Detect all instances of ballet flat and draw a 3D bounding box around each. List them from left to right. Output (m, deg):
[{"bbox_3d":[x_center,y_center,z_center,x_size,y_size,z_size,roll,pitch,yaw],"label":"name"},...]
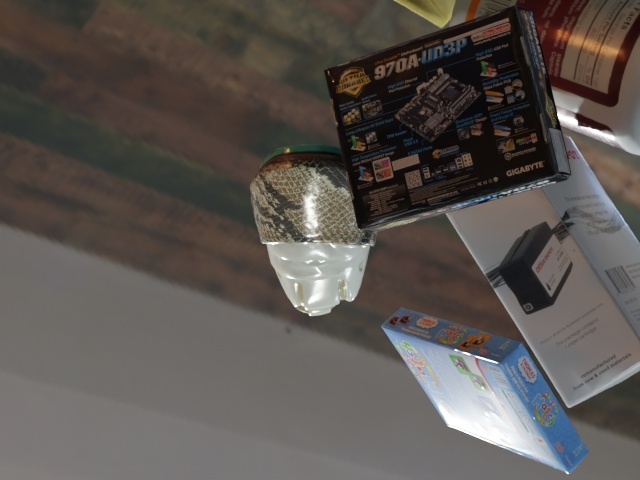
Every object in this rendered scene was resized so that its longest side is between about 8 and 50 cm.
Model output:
[{"bbox_3d":[0.000,0.000,1.703,0.164,0.182,0.483,2,177,-1],"label":"ballet flat"}]

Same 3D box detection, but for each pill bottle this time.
[{"bbox_3d":[0.381,-0.242,1.840,0.392,0.224,0.224,28,-164,36],"label":"pill bottle"}]

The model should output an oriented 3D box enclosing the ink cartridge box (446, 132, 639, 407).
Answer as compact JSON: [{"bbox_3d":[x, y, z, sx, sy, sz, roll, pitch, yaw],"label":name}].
[{"bbox_3d":[0.303,0.029,1.740,0.307,0.129,0.223,59,-153,12],"label":"ink cartridge box"}]

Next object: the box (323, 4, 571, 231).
[{"bbox_3d":[0.124,-0.118,1.424,0.051,0.220,0.175,3,-107,-63],"label":"box"}]

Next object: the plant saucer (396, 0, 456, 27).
[{"bbox_3d":[0.133,-0.471,1.800,0.081,0.332,0.333,30,-172,29],"label":"plant saucer"}]

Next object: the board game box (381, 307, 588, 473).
[{"bbox_3d":[0.171,0.156,1.512,0.211,0.039,0.160,13,141,57],"label":"board game box"}]
